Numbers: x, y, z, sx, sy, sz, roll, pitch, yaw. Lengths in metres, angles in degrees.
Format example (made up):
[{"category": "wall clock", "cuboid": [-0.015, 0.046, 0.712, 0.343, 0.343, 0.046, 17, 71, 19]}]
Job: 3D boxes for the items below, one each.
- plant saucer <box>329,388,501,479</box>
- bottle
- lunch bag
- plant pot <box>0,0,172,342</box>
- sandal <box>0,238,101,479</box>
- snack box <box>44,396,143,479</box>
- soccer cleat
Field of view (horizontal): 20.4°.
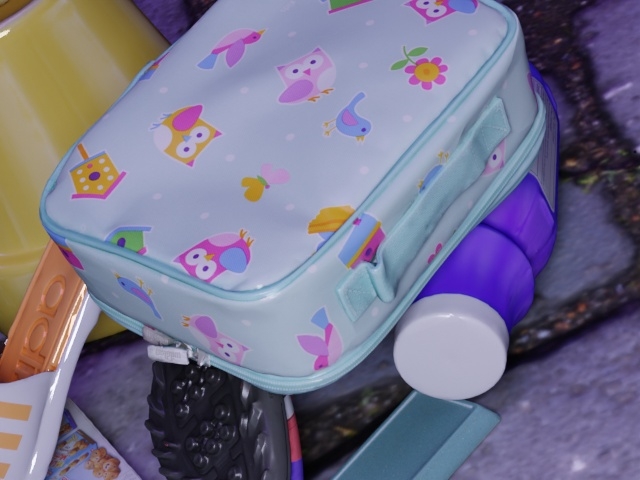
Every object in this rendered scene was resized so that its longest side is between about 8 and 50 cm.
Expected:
[{"category": "plant saucer", "cuboid": [0.022, 0.154, 1.025, 0.067, 0.018, 0.192, 14, 50, 48]}, {"category": "bottle", "cuboid": [0.091, -0.015, 1.140, 0.118, 0.092, 0.283, -16, 32, 20]}, {"category": "lunch bag", "cuboid": [-0.011, -0.041, 1.047, 0.224, 0.108, 0.279, 22, 59, 34]}, {"category": "plant pot", "cuboid": [-0.195, -0.089, 1.344, 0.254, 0.239, 0.254, -20, 32, 13]}, {"category": "sandal", "cuboid": [-0.211, 0.082, 1.163, 0.102, 0.076, 0.265, 9, 78, 55]}, {"category": "snack box", "cuboid": [-0.154, 0.160, 1.152, 0.064, 0.022, 0.178, -37, 32, -12]}, {"category": "soccer cleat", "cuboid": [-0.054, 0.066, 1.144, 0.108, 0.116, 0.318, -49, 41, 23]}]
